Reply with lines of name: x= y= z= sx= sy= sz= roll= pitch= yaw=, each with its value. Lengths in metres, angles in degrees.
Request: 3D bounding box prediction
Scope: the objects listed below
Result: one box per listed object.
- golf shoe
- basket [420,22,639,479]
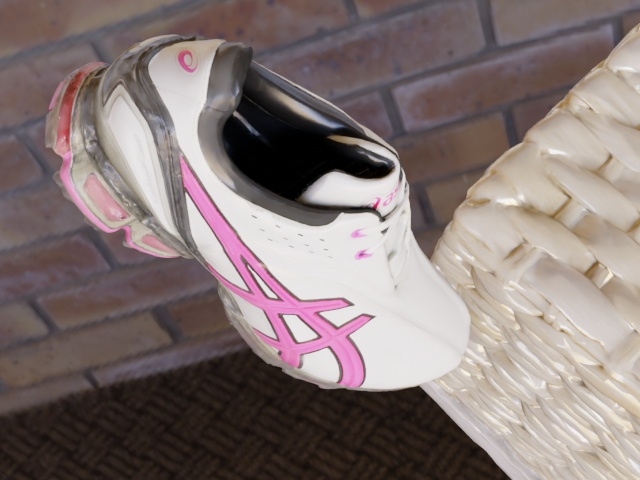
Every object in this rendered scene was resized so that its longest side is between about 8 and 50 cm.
golf shoe: x=0.000 y=0.000 z=0.427 sx=0.086 sy=0.186 sz=0.067 roll=-10 pitch=55 yaw=42
basket: x=0.259 y=0.024 z=0.689 sx=0.331 sy=0.266 sz=0.328 roll=42 pitch=76 yaw=13
